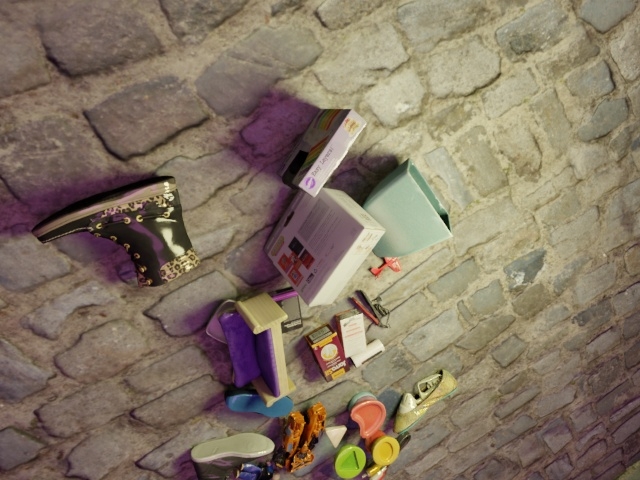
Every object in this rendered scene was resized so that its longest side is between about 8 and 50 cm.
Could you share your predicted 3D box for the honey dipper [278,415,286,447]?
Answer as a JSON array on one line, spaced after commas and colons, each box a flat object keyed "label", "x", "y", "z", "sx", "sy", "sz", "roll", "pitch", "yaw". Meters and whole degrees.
[{"label": "honey dipper", "x": -0.145, "y": 0.740, "z": 1.667, "sx": 0.030, "sy": 0.030, "sz": 0.160, "roll": -9, "pitch": 113, "yaw": -20}]

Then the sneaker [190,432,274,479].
[{"label": "sneaker", "x": -0.318, "y": 0.805, "z": 1.579, "sx": 0.296, "sy": 0.104, "sz": 0.146, "roll": -2, "pitch": 110, "yaw": -16}]

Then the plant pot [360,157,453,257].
[{"label": "plant pot", "x": 0.253, "y": -0.083, "z": 1.417, "sx": 0.252, "sy": 0.248, "sz": 0.247, "roll": -34, "pitch": 99, "yaw": 22}]

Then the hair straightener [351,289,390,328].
[{"label": "hair straightener", "x": 0.214, "y": 0.260, "z": 1.644, "sx": 0.089, "sy": 0.047, "sz": 0.230, "roll": -44, "pitch": 118, "yaw": -3}]

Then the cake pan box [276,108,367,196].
[{"label": "cake pan box", "x": -0.009, "y": -0.261, "z": 1.266, "sx": 0.070, "sy": 0.246, "sz": 0.267, "roll": 34, "pitch": 94, "yaw": -24}]

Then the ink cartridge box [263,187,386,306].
[{"label": "ink cartridge box", "x": 0.000, "y": 0.000, "z": 1.352, "sx": 0.130, "sy": 0.272, "sz": 0.309, "roll": 3, "pitch": 127, "yaw": -53}]

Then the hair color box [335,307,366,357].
[{"label": "hair color box", "x": 0.116, "y": 0.348, "z": 1.631, "sx": 0.093, "sy": 0.053, "sz": 0.167, "roll": -15, "pitch": 114, "yaw": -16}]

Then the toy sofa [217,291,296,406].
[{"label": "toy sofa", "x": -0.200, "y": 0.366, "z": 1.400, "sx": 0.177, "sy": 0.150, "sz": 0.362, "roll": -21, "pitch": 127, "yaw": -26}]

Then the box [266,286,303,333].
[{"label": "box", "x": -0.128, "y": 0.248, "z": 1.509, "sx": 0.116, "sy": 0.029, "sz": 0.162, "roll": -13, "pitch": 111, "yaw": -17}]

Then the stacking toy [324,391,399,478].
[{"label": "stacking toy", "x": 0.148, "y": 0.785, "z": 1.760, "sx": 0.280, "sy": 0.130, "sz": 0.309, "roll": -20, "pitch": 103, "yaw": -16}]

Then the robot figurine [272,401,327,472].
[{"label": "robot figurine", "x": -0.074, "y": 0.763, "z": 1.648, "sx": 0.211, "sy": 0.085, "sz": 0.291, "roll": -6, "pitch": 117, "yaw": -37}]

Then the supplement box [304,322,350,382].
[{"label": "supplement box", "x": 0.027, "y": 0.417, "z": 1.600, "sx": 0.104, "sy": 0.081, "sz": 0.188, "roll": -26, "pitch": 116, "yaw": -13}]

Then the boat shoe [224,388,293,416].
[{"label": "boat shoe", "x": -0.217, "y": 0.561, "z": 1.547, "sx": 0.258, "sy": 0.089, "sz": 0.109, "roll": 26, "pitch": 88, "yaw": -28}]

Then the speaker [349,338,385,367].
[{"label": "speaker", "x": 0.181, "y": 0.441, "z": 1.688, "sx": 0.136, "sy": 0.055, "sz": 0.055, "roll": -28, "pitch": 116, "yaw": -12}]

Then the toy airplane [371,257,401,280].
[{"label": "toy airplane", "x": 0.248, "y": 0.091, "z": 1.612, "sx": 0.151, "sy": 0.028, "sz": 0.151, "roll": -18, "pitch": 125, "yaw": -27}]

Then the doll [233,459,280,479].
[{"label": "doll", "x": -0.235, "y": 0.900, "z": 1.672, "sx": 0.189, "sy": 0.046, "sz": 0.129, "roll": 30, "pitch": 95, "yaw": -28}]

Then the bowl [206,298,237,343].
[{"label": "bowl", "x": -0.295, "y": 0.266, "z": 1.431, "sx": 0.142, "sy": 0.053, "sz": 0.142, "roll": 34, "pitch": 91, "yaw": -28}]

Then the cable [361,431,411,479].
[{"label": "cable", "x": 0.310, "y": 0.981, "z": 1.913, "sx": 0.287, "sy": 0.072, "sz": 0.139, "roll": -36, "pitch": 123, "yaw": -9}]

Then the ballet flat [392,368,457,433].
[{"label": "ballet flat", "x": 0.425, "y": 0.675, "z": 1.847, "sx": 0.348, "sy": 0.123, "sz": 0.123, "roll": -35, "pitch": 117, "yaw": -8}]

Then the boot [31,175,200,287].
[{"label": "boot", "x": -0.542, "y": 0.004, "z": 1.199, "sx": 0.377, "sy": 0.138, "sz": 0.284, "roll": -25, "pitch": 115, "yaw": -19}]
